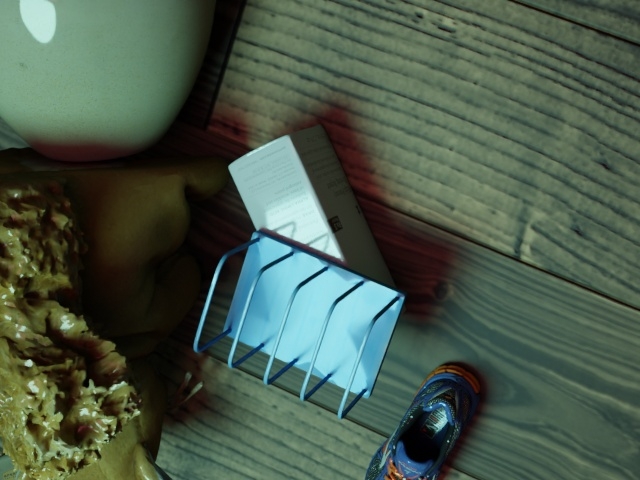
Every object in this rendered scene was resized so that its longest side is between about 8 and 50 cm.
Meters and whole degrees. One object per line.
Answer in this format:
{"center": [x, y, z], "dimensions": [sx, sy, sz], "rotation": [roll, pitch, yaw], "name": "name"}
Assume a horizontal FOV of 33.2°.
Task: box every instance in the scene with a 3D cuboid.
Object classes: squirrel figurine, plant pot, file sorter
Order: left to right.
{"center": [-0.264, 0.108, 1.110], "dimensions": [0.280, 0.397, 0.371], "rotation": [3, 102, 11], "name": "squirrel figurine"}
{"center": [-0.240, -0.191, 1.121], "dimensions": [0.284, 0.284, 0.191], "rotation": [3, 113, 18], "name": "plant pot"}
{"center": [-0.023, 0.083, 1.056], "dimensions": [0.170, 0.104, 0.118], "rotation": [23, 107, 14], "name": "file sorter"}

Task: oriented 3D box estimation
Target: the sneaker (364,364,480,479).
{"center": [0.098, 0.239, 1.177], "dimensions": [0.083, 0.087, 0.221], "rotation": [26, 107, 13], "name": "sneaker"}

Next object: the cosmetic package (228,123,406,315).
{"center": [0.000, 0.000, 1.149], "dimensions": [0.085, 0.117, 0.231], "rotation": [-25, 93, 22], "name": "cosmetic package"}

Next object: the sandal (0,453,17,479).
{"center": [-0.352, 0.285, 1.354], "dimensions": [0.180, 0.049, 0.072], "rotation": [-21, 93, 21], "name": "sandal"}
